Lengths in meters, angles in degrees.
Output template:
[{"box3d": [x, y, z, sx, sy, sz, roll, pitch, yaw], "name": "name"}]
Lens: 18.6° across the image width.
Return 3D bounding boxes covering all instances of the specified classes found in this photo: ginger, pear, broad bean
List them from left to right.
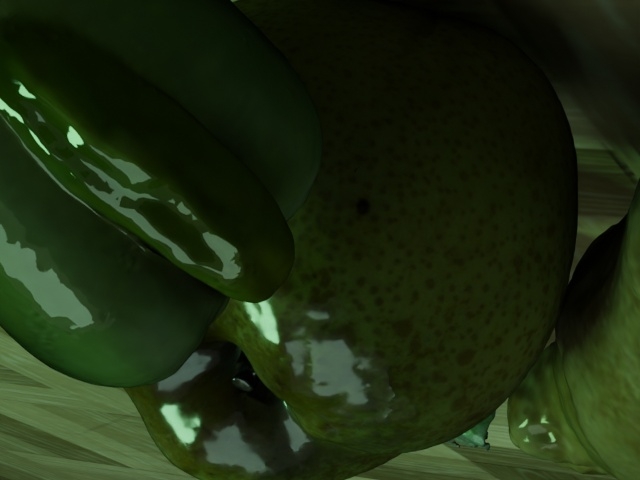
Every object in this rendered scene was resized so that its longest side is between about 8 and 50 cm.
[{"box3d": [-0.101, -0.053, 0.501, 0.228, 0.100, 0.169, 30, 165, 20], "name": "broad bean"}, {"box3d": [0.000, 0.000, 0.625, 0.167, 0.136, 0.167, 22, 140, 20], "name": "pear"}, {"box3d": [0.153, 0.022, 0.628, 0.189, 0.126, 0.354, -8, 161, 2], "name": "ginger"}]

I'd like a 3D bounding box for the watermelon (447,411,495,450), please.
[{"box3d": [0.035, 0.046, 0.944, 0.154, 0.094, 0.241, 16, 170, 15], "name": "watermelon"}]
